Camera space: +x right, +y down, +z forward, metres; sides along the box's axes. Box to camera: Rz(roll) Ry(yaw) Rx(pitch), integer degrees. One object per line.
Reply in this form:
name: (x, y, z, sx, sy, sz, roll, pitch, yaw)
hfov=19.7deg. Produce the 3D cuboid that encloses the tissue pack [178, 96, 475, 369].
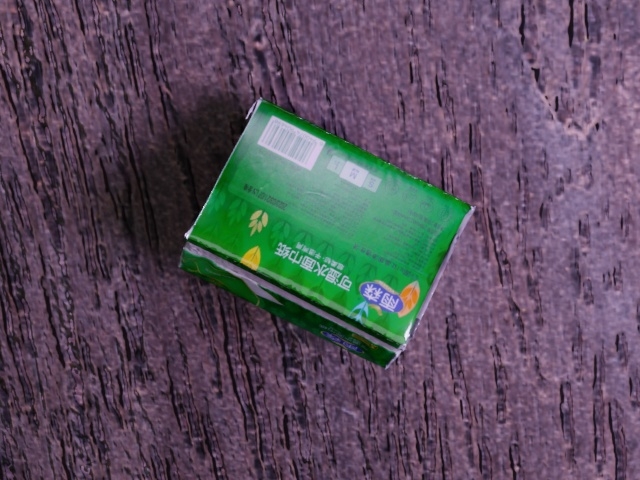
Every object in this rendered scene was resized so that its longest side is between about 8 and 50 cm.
tissue pack: (0.000, 0.002, 1.608, 0.209, 0.148, 0.156, 26, 163, 0)
